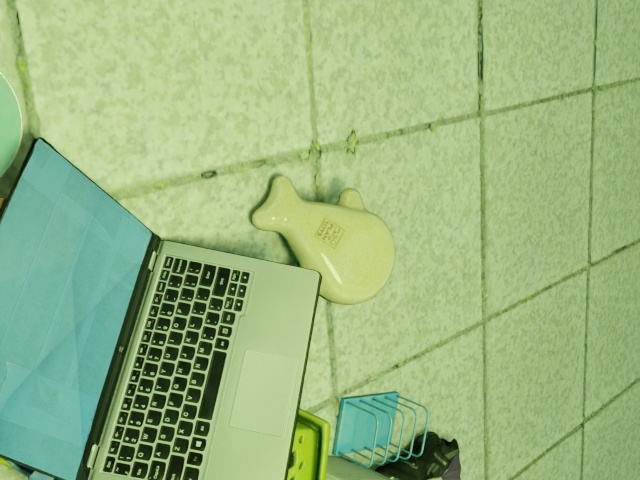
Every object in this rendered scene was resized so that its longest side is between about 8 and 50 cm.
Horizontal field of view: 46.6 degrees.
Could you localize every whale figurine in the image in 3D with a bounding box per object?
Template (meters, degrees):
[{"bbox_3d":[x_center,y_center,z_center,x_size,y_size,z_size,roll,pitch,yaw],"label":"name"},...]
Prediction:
[{"bbox_3d":[0.000,0.000,1.322,0.272,0.141,0.216,32,75,-17],"label":"whale figurine"}]

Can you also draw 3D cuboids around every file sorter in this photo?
[{"bbox_3d":[0.127,0.388,1.523,0.170,0.104,0.118,5,97,-44],"label":"file sorter"}]

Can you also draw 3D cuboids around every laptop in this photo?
[{"bbox_3d":[-0.210,0.121,0.966,0.236,0.408,0.382,106,-5,-60],"label":"laptop"}]

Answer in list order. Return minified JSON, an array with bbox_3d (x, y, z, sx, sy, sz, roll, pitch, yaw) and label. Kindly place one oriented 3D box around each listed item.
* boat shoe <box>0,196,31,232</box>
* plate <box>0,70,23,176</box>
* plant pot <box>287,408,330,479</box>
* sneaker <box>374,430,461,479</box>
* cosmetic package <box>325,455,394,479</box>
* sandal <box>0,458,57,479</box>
[{"bbox_3d":[-0.420,0.095,0.949,0.109,0.098,0.302,-23,113,-61],"label":"boat shoe"},{"bbox_3d":[-0.461,-0.145,0.909,0.188,0.024,0.188,-11,106,-40],"label":"plate"},{"bbox_3d":[-0.113,0.375,1.220,0.207,0.227,0.228,-1,100,-49],"label":"plant pot"},{"bbox_3d":[0.212,0.485,1.647,0.283,0.107,0.124,18,72,-47],"label":"sneaker"},{"bbox_3d":[-0.012,0.611,1.401,0.217,0.156,0.385,21,86,-49],"label":"cosmetic package"},{"bbox_3d":[-0.330,0.331,1.062,0.317,0.138,0.126,41,69,-42],"label":"sandal"}]
